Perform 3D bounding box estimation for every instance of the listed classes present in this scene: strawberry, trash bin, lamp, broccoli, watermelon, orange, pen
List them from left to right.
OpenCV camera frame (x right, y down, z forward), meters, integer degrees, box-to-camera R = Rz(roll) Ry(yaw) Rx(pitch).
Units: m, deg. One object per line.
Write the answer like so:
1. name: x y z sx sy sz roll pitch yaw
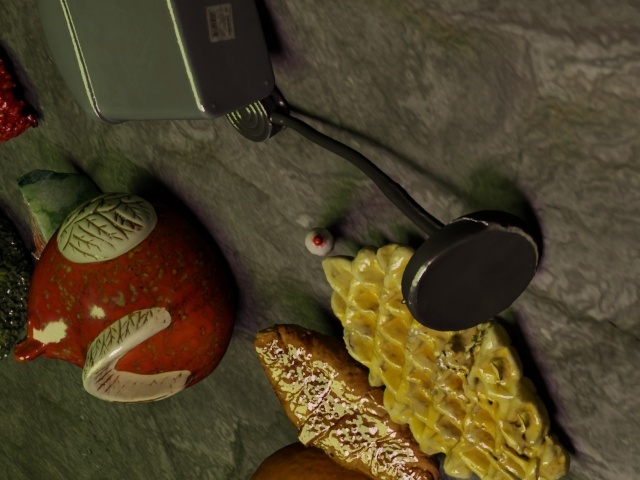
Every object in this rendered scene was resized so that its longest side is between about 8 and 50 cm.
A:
1. broccoli: -0.486 0.045 2.329 0.226 0.176 0.198 44 154 -17
2. strawberry: -0.404 -0.174 1.994 0.145 0.086 0.145 40 150 28
3. watermelon: -0.292 -0.002 2.019 0.121 0.098 0.158 54 156 35
4. trash bin: -0.152 -0.192 1.482 0.236 0.101 0.177 8 116 54
5. pen: 0.000 0.000 1.477 0.026 0.026 0.218 53 180 1
6. orange: 0.012 0.283 1.753 0.237 0.179 0.158 168 88 -68
7. lamp: 0.011 -0.046 1.398 0.371 0.108 0.130 36 151 34

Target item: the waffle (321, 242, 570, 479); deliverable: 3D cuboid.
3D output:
1. waffle: 0.106 0.112 1.507 0.250 0.056 0.261 11 135 57

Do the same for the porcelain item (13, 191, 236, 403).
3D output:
1. porcelain item: -0.225 0.077 1.837 0.253 0.253 0.253 40 153 26

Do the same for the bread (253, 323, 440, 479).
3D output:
1. bread: 0.030 0.167 1.674 0.233 0.076 0.105 42 113 12
